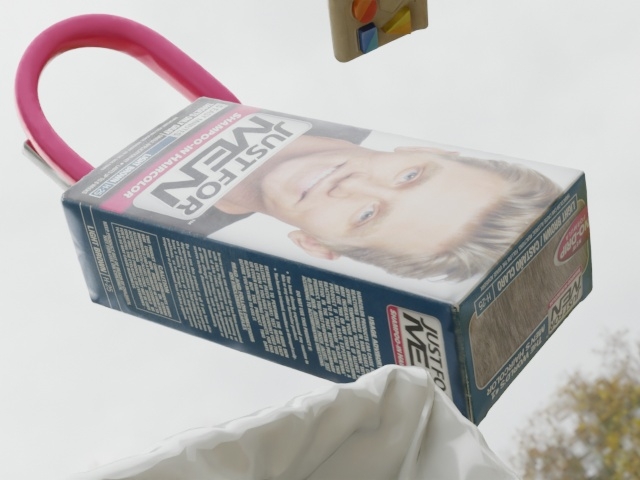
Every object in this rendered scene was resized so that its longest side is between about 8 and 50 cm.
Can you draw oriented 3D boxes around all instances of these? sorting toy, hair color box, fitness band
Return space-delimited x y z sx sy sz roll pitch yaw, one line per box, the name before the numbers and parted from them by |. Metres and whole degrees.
sorting toy | 0.034 -0.141 0.770 0.062 0.012 0.083 -22 -35 -9
hair color box | 0.000 0.000 0.947 0.174 0.347 0.105 -42 -46 -39
fitness band | -0.202 -0.126 1.451 0.209 0.291 0.054 -51 1 -26

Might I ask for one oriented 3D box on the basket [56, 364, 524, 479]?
basket | -0.013 0.282 0.557 0.328 0.331 0.266 -15 -37 -43
